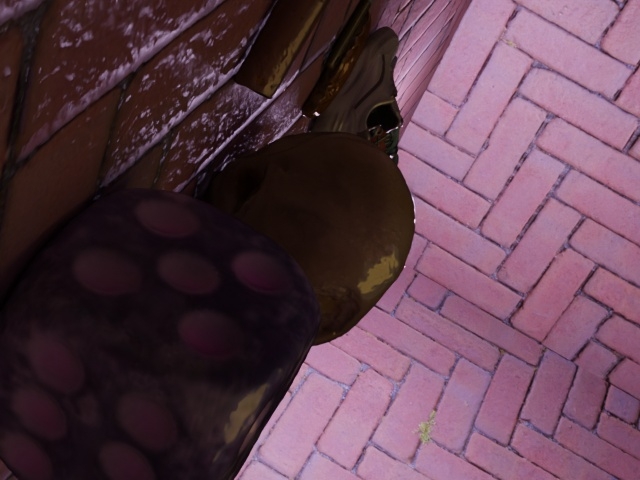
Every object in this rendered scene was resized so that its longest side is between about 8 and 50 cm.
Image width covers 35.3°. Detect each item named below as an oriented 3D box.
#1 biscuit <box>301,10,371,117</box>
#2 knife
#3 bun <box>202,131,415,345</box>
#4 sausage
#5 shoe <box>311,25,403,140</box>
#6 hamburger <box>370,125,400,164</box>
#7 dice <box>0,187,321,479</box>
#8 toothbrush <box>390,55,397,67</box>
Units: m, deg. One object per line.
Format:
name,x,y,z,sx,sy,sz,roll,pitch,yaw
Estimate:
biscuit,0.035,-0.317,1.880,0.224,0.033,0.144,-59,174,-4
knife,0.101,-0.452,1.792,0.343,0.027,0.061,-59,170,-6
bun,-0.053,-0.023,1.465,0.202,0.364,0.364,44,72,-43
sausage,-0.012,-0.318,1.286,0.301,0.066,0.066,-61,175,1
shoe,0.115,-0.298,2.070,0.316,0.159,0.124,-54,172,-24
hamburger,0.060,-0.205,2.267,0.276,0.150,0.260,-37,145,-35
dice,-0.176,0.129,1.065,0.271,0.270,0.270,-51,170,-54
toothbrush,0.096,-0.316,2.465,0.375,0.028,0.037,-58,-178,-24
